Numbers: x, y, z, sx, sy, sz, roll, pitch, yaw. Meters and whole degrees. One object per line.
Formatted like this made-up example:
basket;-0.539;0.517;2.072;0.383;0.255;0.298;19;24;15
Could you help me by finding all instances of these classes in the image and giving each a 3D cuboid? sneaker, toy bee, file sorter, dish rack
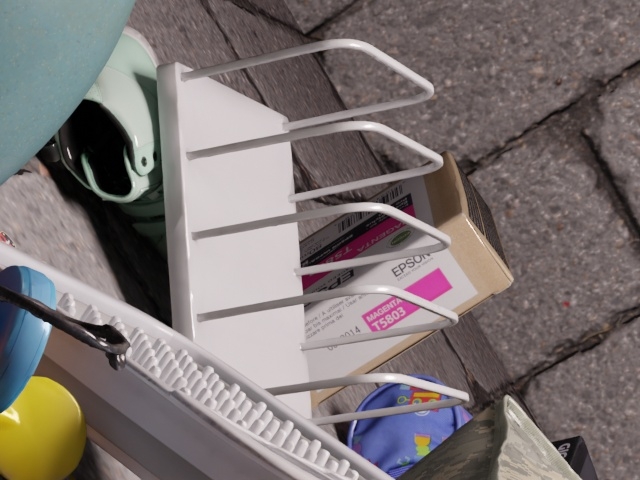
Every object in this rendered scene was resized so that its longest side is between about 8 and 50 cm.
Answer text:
sneaker;-0.139;-0.032;1.577;0.256;0.094;0.151;62;21;-22
toy bee;-0.200;0.067;0.876;0.195;0.162;0.298;26;0;-4
file sorter;0.000;0.000;1.547;0.193;0.173;0.278;22;60;-62
dish rack;-0.068;0.111;1.104;0.333;0.072;0.285;32;1;36

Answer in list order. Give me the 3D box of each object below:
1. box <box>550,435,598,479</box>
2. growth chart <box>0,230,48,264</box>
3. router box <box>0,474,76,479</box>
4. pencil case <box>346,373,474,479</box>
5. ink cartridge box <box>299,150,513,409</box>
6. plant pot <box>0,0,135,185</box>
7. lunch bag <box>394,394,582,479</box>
box;0.244;0.381;1.867;0.293;0.073;0.295;67;23;-15
growth chart;-0.248;-0.029;1.203;0.237;0.021;0.172;54;12;-21
router box;-0.141;0.183;1.001;0.133;0.046;0.179;55;10;-11
pencil case;0.140;0.252;1.956;0.306;0.119;0.133;48;29;-47
ink cartridge box;0.052;0.035;1.848;0.088;0.234;0.193;55;10;-17
plant pot;-0.216;-0.189;1.194;0.290;0.195;0.290;56;12;-18
lunch bag;0.078;0.253;1.288;0.169;0.235;0.287;50;12;-2
